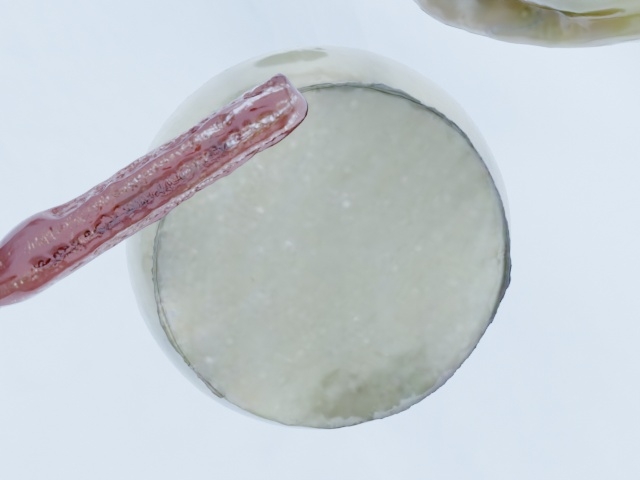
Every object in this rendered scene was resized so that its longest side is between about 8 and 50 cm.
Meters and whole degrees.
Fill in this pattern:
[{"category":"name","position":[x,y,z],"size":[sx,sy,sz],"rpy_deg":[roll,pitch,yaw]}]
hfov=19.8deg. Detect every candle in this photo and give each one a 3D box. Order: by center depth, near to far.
[{"category":"candle","position":[-0.151,-0.022,1.312],"size":[0.329,0.051,0.048],"rpy_deg":[-33,56,-8]}]

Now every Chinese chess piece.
[{"category":"Chinese chess piece","position":[0.000,0.000,1.588],"size":[0.338,0.140,0.338],"rpy_deg":[-3,108,-11]}]

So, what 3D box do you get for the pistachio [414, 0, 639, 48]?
[{"category":"pistachio","position":[0.156,-0.193,0.749],"size":[0.321,0.229,0.238],"rpy_deg":[-11,50,26]}]
